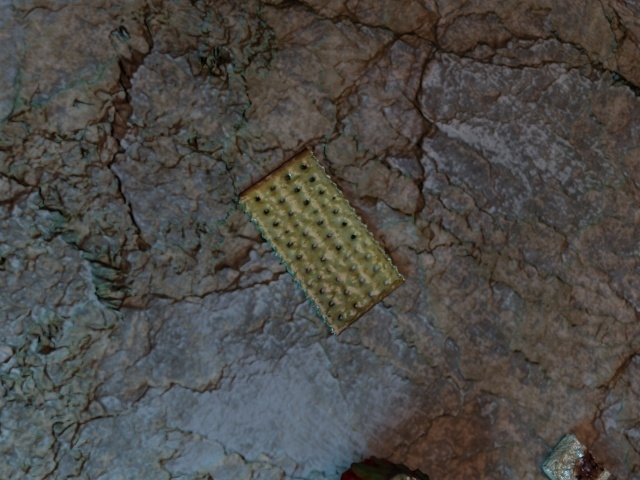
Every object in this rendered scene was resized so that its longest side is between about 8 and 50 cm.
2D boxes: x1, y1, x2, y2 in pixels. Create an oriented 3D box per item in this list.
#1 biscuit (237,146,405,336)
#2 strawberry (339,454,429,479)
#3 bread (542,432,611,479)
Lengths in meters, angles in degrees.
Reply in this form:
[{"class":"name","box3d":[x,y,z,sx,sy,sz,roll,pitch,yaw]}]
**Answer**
[{"class":"biscuit","box3d":[0.000,0.000,1.302,0.139,0.016,0.231,-36,90,-22]},{"class":"strawberry","box3d":[0.056,0.380,1.193,0.190,0.111,0.237,15,96,-24]},{"class":"bread","box3d":[0.352,0.318,1.327,0.070,0.035,0.083,-40,94,-20]}]
